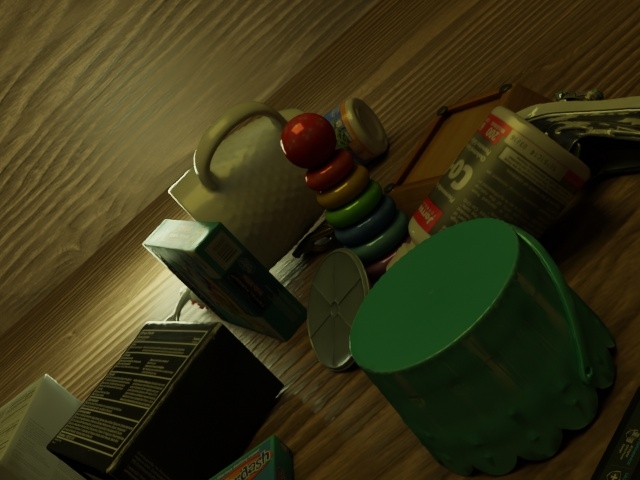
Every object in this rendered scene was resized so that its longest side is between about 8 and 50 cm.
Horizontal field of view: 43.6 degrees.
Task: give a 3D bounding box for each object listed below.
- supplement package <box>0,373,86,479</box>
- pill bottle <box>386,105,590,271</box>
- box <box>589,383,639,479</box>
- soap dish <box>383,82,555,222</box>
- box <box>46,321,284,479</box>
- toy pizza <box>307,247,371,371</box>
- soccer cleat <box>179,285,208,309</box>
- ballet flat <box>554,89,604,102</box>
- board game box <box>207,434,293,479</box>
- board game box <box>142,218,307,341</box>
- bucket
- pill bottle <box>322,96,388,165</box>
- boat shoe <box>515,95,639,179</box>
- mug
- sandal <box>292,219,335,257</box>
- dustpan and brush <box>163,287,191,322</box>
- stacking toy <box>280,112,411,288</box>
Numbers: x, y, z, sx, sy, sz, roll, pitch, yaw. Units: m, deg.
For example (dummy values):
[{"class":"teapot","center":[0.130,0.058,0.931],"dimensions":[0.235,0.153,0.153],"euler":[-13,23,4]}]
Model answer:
[{"class":"supplement package","center":[-0.586,0.457,1.617],"dimensions":[0.198,0.199,0.262],"euler":[-36,22,19]},{"class":"pill bottle","center":[0.227,-0.031,1.127],"dimensions":[0.283,0.161,0.161],"euler":[-54,19,13]},{"class":"box","center":[0.339,0.201,0.703],"dimensions":[0.220,0.051,0.175],"euler":[-51,23,-23]},{"class":"soap dish","center":[0.256,-0.141,1.412],"dimensions":[0.229,0.118,0.291],"euler":[-10,39,54]},{"class":"box","center":[-0.267,0.304,1.379],"dimensions":[0.296,0.183,0.294],"euler":[-7,42,54]},{"class":"toy pizza","center":[0.036,0.113,1.311],"dimensions":[0.201,0.032,0.201],"euler":[-21,66,59]},{"class":"soccer cleat","center":[-0.262,0.120,1.878],"dimensions":[0.196,0.068,0.076],"euler":[2,63,51]},{"class":"ballet flat","center":[0.442,-0.240,1.393],"dimensions":[0.041,0.041,0.114],"euler":[-47,21,-11]},{"class":"board game box","center":[-0.110,0.392,1.124],"dimensions":[0.160,0.047,0.210],"euler":[-38,21,12]},{"class":"board game box","center":[-0.199,0.073,1.607],"dimensions":[0.079,0.254,0.336],"euler":[-50,22,-18]},{"class":"bucket","center":[0.183,0.117,0.953],"dimensions":[0.281,0.183,0.281],"euler":[-36,22,17]},{"class":"pill bottle","center":[0.013,-0.211,1.921],"dimensions":[0.272,0.152,0.152],"euler":[-31,24,27]},{"class":"boat shoe","center":[0.385,-0.137,1.188],"dimensions":[0.301,0.108,0.102],"euler":[0,51,41]},{"class":"mug","center":[-0.133,-0.140,1.702],"dimensions":[0.328,0.374,0.276],"euler":[-43,55,-6]},{"class":"sandal","center":[0.000,0.000,1.695],"dimensions":[0.072,0.049,0.180],"euler":[-50,7,-38]},{"class":"dustpan and brush","center":[-0.342,0.202,1.845],"dimensions":[0.211,0.060,0.147],"euler":[-54,24,-14]},{"class":"stacking toy","center":[0.051,-0.070,1.323],"dimensions":[0.141,0.330,0.141],"euler":[-33,17,12]}]
